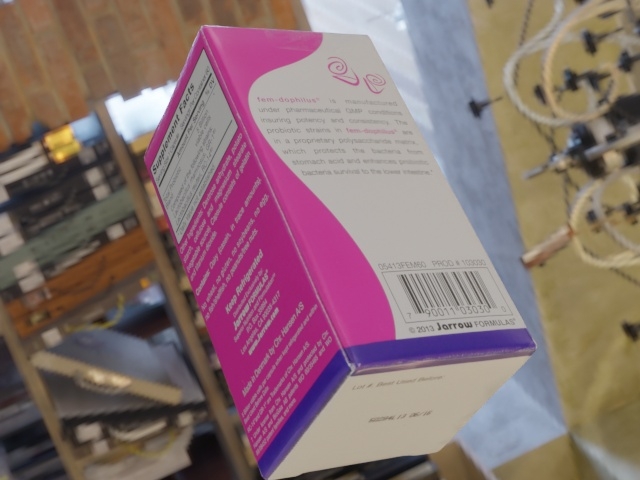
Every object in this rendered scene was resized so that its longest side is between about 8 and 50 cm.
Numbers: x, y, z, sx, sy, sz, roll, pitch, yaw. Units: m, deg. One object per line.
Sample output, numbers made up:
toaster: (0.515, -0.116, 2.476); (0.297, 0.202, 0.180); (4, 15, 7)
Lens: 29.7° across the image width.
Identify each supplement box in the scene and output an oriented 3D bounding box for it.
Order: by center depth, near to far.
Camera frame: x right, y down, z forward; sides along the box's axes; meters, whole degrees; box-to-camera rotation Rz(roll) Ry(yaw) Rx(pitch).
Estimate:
supplement box: (0.000, 0.000, 0.644); (0.114, 0.111, 0.220); (-57, -134, 44)
